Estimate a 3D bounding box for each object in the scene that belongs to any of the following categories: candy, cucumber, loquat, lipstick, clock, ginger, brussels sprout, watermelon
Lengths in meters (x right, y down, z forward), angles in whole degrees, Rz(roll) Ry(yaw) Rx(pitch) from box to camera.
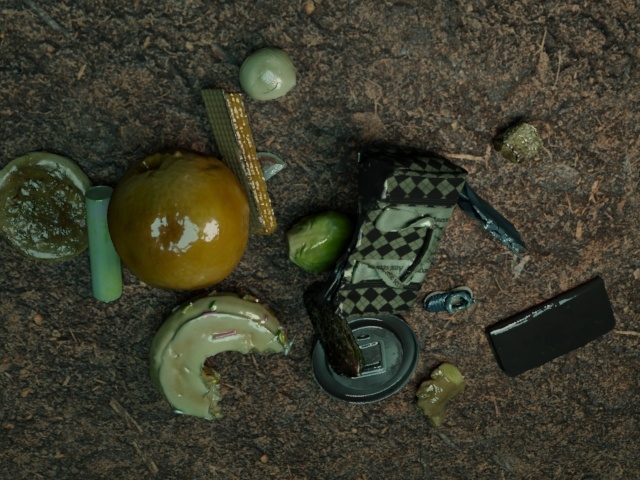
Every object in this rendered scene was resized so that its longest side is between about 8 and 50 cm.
[{"bbox_3d":[0.499,-0.244,1.665,0.110,0.085,0.095,-41,108,-1],"label":"candy"},{"bbox_3d":[0.032,0.228,1.648,0.096,0.359,0.096,-5,117,-10],"label":"cucumber"},{"bbox_3d":[-0.315,-0.045,1.495,0.328,0.328,0.328,-3,114,-8],"label":"loquat"},{"bbox_3d":[-0.520,0.016,1.591,0.076,0.076,0.304,1,125,-10],"label":"lipstick"},{"bbox_3d":[0.122,0.321,1.866,0.313,0.061,0.312,-3,114,-8],"label":"clock"},{"bbox_3d":[0.342,0.462,1.962,0.137,0.074,0.213,15,117,-15],"label":"ginger"},{"bbox_3d":[0.001,0.005,1.657,0.181,0.161,0.144,-15,76,-2],"label":"brussels sprout"},{"bbox_3d":[-0.127,-0.176,1.604,0.085,0.061,0.085,-2,118,-4],"label":"watermelon"}]

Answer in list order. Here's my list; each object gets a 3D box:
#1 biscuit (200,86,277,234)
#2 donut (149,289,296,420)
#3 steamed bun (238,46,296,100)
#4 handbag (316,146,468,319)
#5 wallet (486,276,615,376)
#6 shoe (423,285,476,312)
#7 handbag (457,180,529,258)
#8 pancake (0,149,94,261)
[{"bbox_3d":[-0.192,-0.184,1.572,0.054,0.094,0.378,-38,124,-40],"label":"biscuit"},{"bbox_3d":[-0.284,0.282,1.735,0.307,0.150,0.371,40,102,-22],"label":"donut"},{"bbox_3d":[-0.120,-0.377,1.499,0.130,0.091,0.112,-17,114,-1],"label":"steamed bun"},{"bbox_3d":[0.161,-0.008,1.604,0.317,0.180,0.416,-6,122,-47],"label":"handbag"},{"bbox_3d":[0.681,0.257,1.935,0.377,0.051,0.197,-26,112,2],"label":"wallet"},{"bbox_3d":[0.356,0.172,1.834,0.143,0.071,0.064,-12,115,1],"label":"shoe"},{"bbox_3d":[0.437,-0.048,1.707,0.221,0.144,0.057,37,109,-24],"label":"handbag"},{"bbox_3d":[-0.653,-0.076,1.573,0.282,0.049,0.282,-4,118,-8],"label":"pancake"}]
